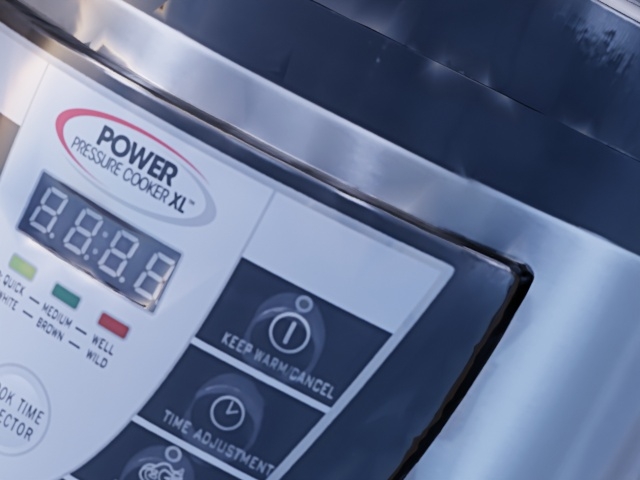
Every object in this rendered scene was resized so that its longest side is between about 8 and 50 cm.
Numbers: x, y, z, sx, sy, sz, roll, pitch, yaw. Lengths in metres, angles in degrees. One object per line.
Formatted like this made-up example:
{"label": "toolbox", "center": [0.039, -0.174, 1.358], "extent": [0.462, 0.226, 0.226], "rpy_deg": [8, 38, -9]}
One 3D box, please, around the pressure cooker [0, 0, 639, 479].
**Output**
{"label": "pressure cooker", "center": [0.000, -0.001, 0.510], "extent": [0.369, 0.375, 0.420], "rpy_deg": [21, 102, -29]}
